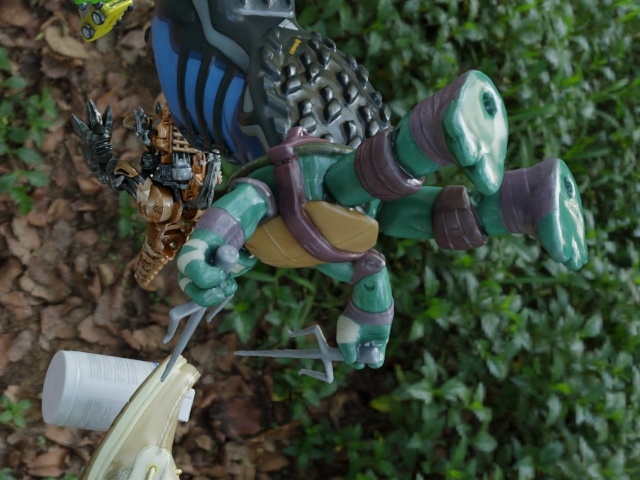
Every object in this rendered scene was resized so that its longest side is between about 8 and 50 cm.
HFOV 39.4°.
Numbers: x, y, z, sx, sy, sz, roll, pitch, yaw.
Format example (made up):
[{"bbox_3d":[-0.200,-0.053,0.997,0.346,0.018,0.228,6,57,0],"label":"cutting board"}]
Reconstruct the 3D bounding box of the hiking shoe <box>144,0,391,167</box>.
[{"bbox_3d":[-0.043,-0.097,0.661,0.113,0.132,0.304,-1,51,-35],"label":"hiking shoe"}]

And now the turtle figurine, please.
[{"bbox_3d":[0.000,0.000,0.447,0.175,0.234,0.118,14,63,-49],"label":"turtle figurine"}]

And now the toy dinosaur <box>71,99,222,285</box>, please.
[{"bbox_3d":[-0.209,-0.085,1.150,0.164,0.218,0.322,16,113,-50],"label":"toy dinosaur"}]

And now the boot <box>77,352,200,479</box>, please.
[{"bbox_3d":[-0.104,0.240,0.725,0.203,0.095,0.262,26,58,-2],"label":"boot"}]

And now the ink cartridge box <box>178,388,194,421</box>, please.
[{"bbox_3d":[-0.263,0.243,1.373,0.088,0.122,0.052,24,66,-31],"label":"ink cartridge box"}]

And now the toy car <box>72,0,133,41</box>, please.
[{"bbox_3d":[-0.265,-0.342,1.163,0.053,0.239,0.225,55,18,-6],"label":"toy car"}]

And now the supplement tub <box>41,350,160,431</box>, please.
[{"bbox_3d":[-0.200,0.144,0.842,0.107,0.071,0.071,15,73,-30],"label":"supplement tub"}]
